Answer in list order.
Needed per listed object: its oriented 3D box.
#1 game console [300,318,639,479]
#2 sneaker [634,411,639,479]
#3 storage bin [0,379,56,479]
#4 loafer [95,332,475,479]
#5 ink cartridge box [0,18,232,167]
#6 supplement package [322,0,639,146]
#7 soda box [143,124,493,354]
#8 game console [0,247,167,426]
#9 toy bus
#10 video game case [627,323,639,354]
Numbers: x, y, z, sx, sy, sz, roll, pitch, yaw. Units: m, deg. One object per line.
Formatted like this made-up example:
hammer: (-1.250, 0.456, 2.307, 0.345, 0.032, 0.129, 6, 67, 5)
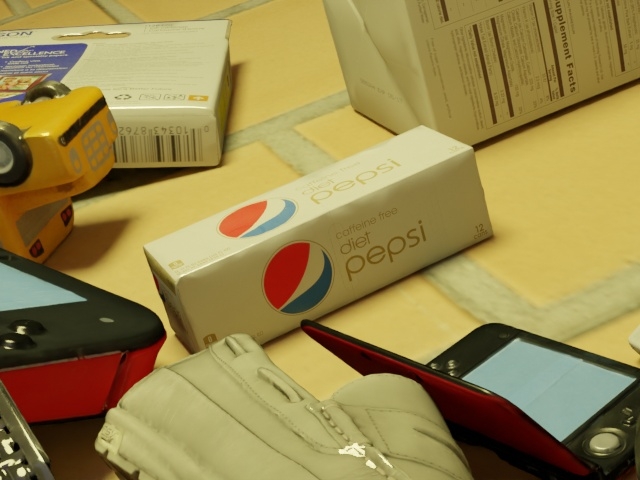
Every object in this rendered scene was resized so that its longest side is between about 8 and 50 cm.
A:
game console: (0.085, 0.059, 0.566, 0.124, 0.085, 0.144, -32, 29, -29)
sneaker: (0.183, 0.105, 0.374, 0.125, 0.140, 0.341, -43, 5, 36)
storage bin: (-0.123, 0.132, 0.413, 0.084, 0.180, 0.122, -28, 41, -20)
loafer: (0.015, 0.103, 0.479, 0.111, 0.112, 0.319, -45, 33, -20)
ink cartridge box: (-0.243, -0.149, 1.165, 0.304, 0.072, 0.307, -3, 22, 1)
supplement package: (0.153, -0.225, 0.981, 0.263, 0.198, 0.199, -23, 25, -13)
soda box: (0.000, 0.000, 0.764, 0.216, 0.069, 0.074, -25, 26, -16)
game console: (-0.322, 0.035, 0.695, 0.387, 0.060, 0.342, 16, 9, 40)
toy bus: (-0.327, -0.035, 0.970, 0.333, 0.130, 0.108, -8, 25, 18)
video game case: (0.238, 0.026, 0.542, 0.143, 0.019, 0.157, -48, 27, -2)
